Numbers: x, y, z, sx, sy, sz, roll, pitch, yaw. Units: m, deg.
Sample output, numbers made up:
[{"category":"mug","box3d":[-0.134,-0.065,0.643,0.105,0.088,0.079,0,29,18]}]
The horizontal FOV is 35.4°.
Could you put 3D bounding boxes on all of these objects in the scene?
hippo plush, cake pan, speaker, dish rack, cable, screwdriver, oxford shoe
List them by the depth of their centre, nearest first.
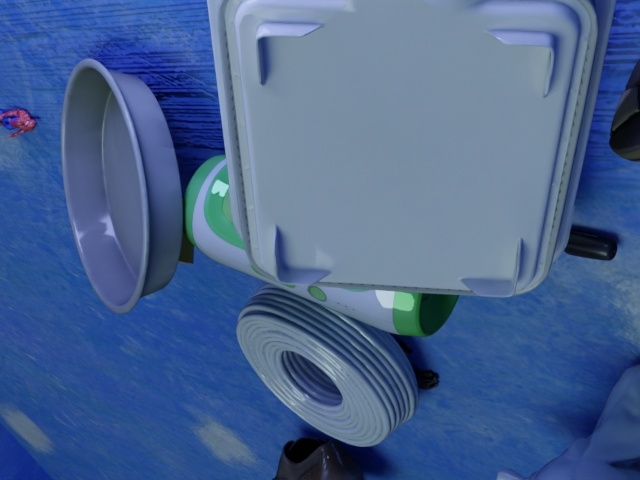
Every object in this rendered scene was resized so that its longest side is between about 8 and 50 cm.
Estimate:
[{"category":"dish rack","box3d":[0.059,-0.068,0.752,0.285,0.072,0.333,4,135,6]},{"category":"screwdriver","box3d":[0.202,-0.009,0.946,0.170,0.025,0.024,20,147,44]},{"category":"hippo plush","box3d":[0.296,0.295,1.017,0.234,0.294,0.237,53,163,19]},{"category":"speaker","box3d":[0.000,0.000,1.058,0.296,0.131,0.131,20,145,28]},{"category":"cake pan","box3d":[-0.232,-0.064,1.161,0.293,0.054,0.293,27,122,55]},{"category":"cable","box3d":[0.008,0.156,1.286,0.257,0.089,0.257,43,151,0]},{"category":"oxford shoe","box3d":[-0.014,0.383,1.639,0.363,0.129,0.133,-32,74,65]}]

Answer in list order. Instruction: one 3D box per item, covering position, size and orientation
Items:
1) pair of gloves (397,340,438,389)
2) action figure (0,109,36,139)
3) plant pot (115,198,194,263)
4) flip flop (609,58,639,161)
[{"category":"pair of gloves","box3d":[0.109,0.162,1.277,0.083,0.010,0.074,43,149,-10]},{"category":"action figure","box3d":[-0.432,-0.165,1.403,0.115,0.030,0.038,5,132,41]},{"category":"plant pot","box3d":[-0.212,-0.019,1.297,0.081,0.083,0.081,4,173,43]},{"category":"flip flop","box3d":[0.296,-0.108,0.635,0.080,0.112,0.277,34,148,-22]}]
